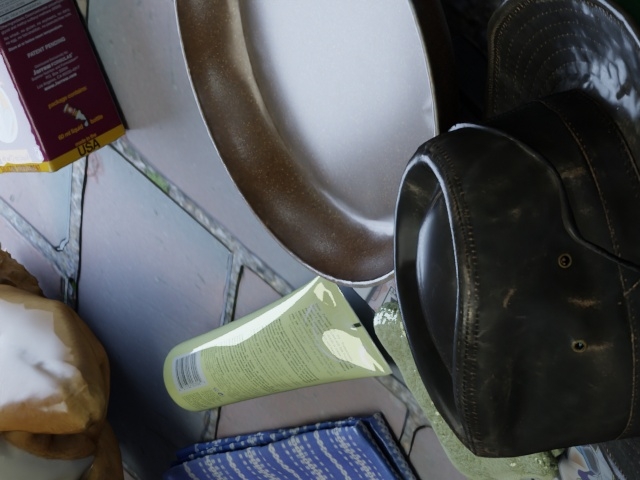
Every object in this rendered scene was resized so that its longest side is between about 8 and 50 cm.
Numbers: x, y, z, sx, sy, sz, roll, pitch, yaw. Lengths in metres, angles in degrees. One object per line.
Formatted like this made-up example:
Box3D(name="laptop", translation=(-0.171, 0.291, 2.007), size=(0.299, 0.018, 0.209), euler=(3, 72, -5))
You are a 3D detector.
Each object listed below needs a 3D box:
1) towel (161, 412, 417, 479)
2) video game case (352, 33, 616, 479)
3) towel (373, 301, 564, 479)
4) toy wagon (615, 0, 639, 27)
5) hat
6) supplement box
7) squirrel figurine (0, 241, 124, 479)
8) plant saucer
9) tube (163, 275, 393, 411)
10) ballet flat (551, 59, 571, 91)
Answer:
Box3D(name="towel", translation=(0.003, 0.269, 1.666), size=(0.336, 0.040, 0.243), euler=(-20, 101, 56))
Box3D(name="video game case", translation=(0.137, 0.038, 1.301), size=(0.275, 0.035, 0.248), euler=(47, 145, 17))
Box3D(name="towel", translation=(0.100, 0.101, 1.345), size=(0.110, 0.027, 0.148), euler=(-19, 102, 55))
Box3D(name="toy wagon", translation=(0.246, -0.127, 0.991), size=(0.344, 0.068, 0.267), euler=(55, 147, 5))
Box3D(name="hat", translation=(0.117, 0.030, 1.088), size=(0.331, 0.134, 0.331), euler=(161, 90, -74))
Box3D(name="supplement box", translation=(-0.247, -0.154, 1.604), size=(0.104, 0.081, 0.188), euler=(1, 117, 53))
Box3D(name="squirrel figurine", translation=(-0.264, 0.212, 1.809), size=(0.370, 0.281, 0.397), euler=(57, -176, -36))
Box3D(name="plant saucer", translation=(0.000, -0.122, 1.296), size=(0.310, 0.050, 0.311), euler=(38, 138, 45))
Box3D(name="tube", translation=(-0.037, 0.088, 1.559), size=(0.240, 0.070, 0.062), euler=(-22, 55, 52))
Box3D(name="ballet flat", translation=(0.197, -0.027, 1.147), size=(0.221, 0.077, 0.079), euler=(62, 166, 2))
